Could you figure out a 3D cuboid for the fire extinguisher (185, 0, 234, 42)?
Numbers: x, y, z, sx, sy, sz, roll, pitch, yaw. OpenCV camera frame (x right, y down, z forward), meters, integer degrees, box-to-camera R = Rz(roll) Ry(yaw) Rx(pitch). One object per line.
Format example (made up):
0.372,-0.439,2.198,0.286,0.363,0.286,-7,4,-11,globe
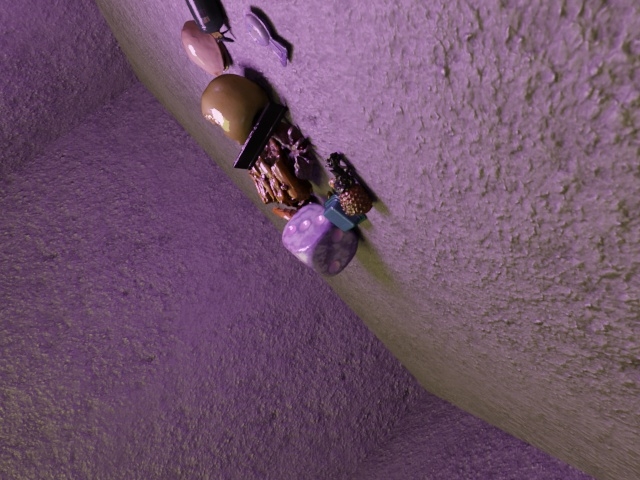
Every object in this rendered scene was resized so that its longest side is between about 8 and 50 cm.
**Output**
-0.387,-0.787,1.331,0.311,0.114,0.096,70,-166,-58,fire extinguisher

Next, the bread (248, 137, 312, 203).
-0.216,-0.303,1.819,0.370,0.191,0.314,54,-166,2,bread

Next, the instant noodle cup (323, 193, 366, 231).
0.092,-0.111,1.753,0.179,0.070,0.157,37,158,-9,instant noodle cup

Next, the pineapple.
0.098,-0.209,1.488,0.252,0.125,0.125,61,165,-14,pineapple

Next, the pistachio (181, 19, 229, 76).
-0.458,-0.756,1.603,0.152,0.126,0.223,-13,127,35,pistachio

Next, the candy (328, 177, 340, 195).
0.075,-0.210,1.689,0.055,0.049,0.185,-3,159,12,candy

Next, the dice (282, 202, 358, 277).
0.000,0.000,1.974,0.270,0.271,0.270,42,177,-42,dice

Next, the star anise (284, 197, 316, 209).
-0.107,-0.212,2.118,0.190,0.126,0.220,39,-172,35,star anise

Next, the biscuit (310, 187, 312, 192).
-0.125,-0.320,2.047,0.192,0.036,0.186,38,166,42,biscuit

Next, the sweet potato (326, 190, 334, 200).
0.059,-0.166,1.865,0.053,0.053,0.182,5,162,7,sweet potato

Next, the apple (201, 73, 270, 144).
-0.329,-0.519,1.589,0.279,0.279,0.279,45,168,12,apple

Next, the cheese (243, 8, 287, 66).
-0.167,-0.615,1.220,0.191,0.042,0.105,45,170,1,cheese

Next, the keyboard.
-0.237,-0.398,1.581,0.100,0.310,0.018,-1,-132,-48,keyboard

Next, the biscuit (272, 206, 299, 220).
-0.087,-0.118,2.168,0.308,0.040,0.204,10,-165,-34,biscuit

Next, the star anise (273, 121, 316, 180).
-0.103,-0.362,1.660,0.198,0.110,0.258,37,158,41,star anise
